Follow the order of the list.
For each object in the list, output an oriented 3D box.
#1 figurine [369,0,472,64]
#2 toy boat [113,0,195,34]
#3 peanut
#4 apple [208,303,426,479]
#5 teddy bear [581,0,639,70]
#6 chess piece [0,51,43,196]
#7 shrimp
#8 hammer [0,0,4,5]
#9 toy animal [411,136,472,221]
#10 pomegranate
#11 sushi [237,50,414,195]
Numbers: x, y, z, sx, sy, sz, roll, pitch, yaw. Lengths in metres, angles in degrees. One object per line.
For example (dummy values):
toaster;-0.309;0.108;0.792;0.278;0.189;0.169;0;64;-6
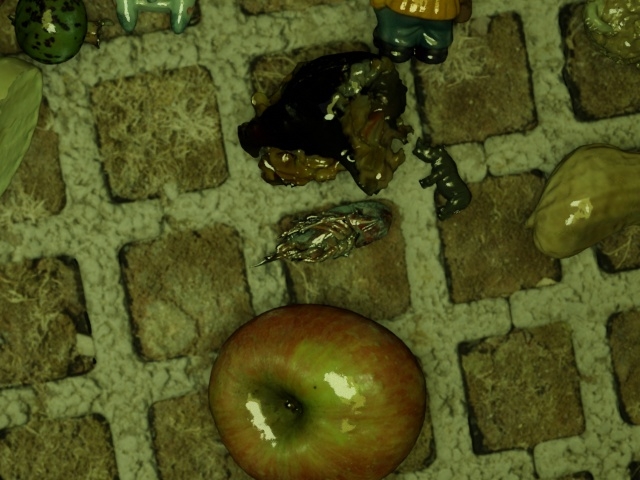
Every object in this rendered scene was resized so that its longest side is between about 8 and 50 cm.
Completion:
figurine;0.158;-0.411;1.469;0.185;0.204;0.332;1;111;-8
toy boat;-0.246;-0.412;1.535;0.134;0.079;0.207;4;94;-3
peanut;0.451;-0.077;1.584;0.291;0.143;0.159;-17;105;-6
apple;0.001;0.227;1.522;0.309;0.250;0.277;28;106;15
teddy bear;0.490;-0.391;1.566;0.267;0.156;0.256;20;87;-36
chess piece;-0.633;-0.228;1.447;0.442;0.234;0.234;25;91;-1
shrimp;0.000;0.000;1.583;0.233;0.079;0.090;-22;133;-1
hammer;-0.483;-0.369;1.532;0.043;0.043;0.083;36;91;-6
toy animal;0.185;-0.102;1.607;0.065;0.047;0.135;-31;94;-8
pomegranate;-0.375;-0.315;1.517;0.161;0.122;0.122;4;93;-35
sushi;0.007;-0.167;1.517;0.213;0.204;0.200;-40;126;-32
